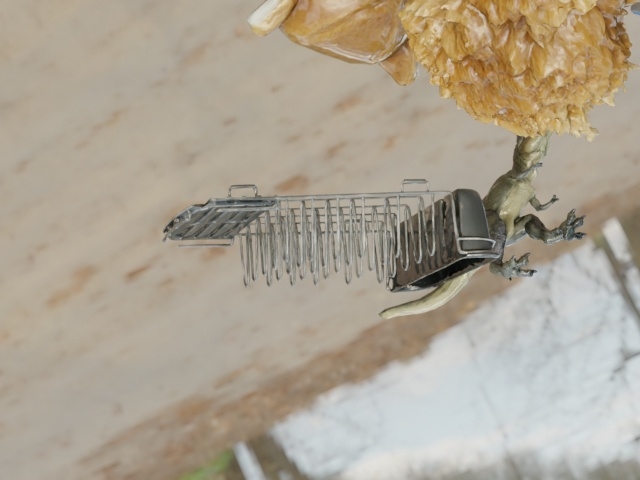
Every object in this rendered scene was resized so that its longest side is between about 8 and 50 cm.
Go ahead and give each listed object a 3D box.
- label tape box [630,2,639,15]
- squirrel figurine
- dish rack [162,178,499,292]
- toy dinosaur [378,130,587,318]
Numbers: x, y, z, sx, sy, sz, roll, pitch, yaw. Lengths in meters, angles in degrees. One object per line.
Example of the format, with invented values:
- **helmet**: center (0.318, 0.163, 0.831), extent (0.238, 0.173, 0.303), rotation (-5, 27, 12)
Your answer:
- **label tape box**: center (0.449, -0.184, 1.355), extent (0.249, 0.115, 0.347), rotation (8, -170, -25)
- **squirrel figurine**: center (0.106, -0.261, 1.407), extent (0.281, 0.397, 0.370), rotation (15, 128, -42)
- **dish rack**: center (0.000, 0.000, 1.518), extent (0.271, 0.074, 0.208), rotation (-1, 169, -16)
- **toy dinosaur**: center (0.180, -0.007, 1.667), extent (0.268, 0.118, 0.064), rotation (-51, 132, -18)
